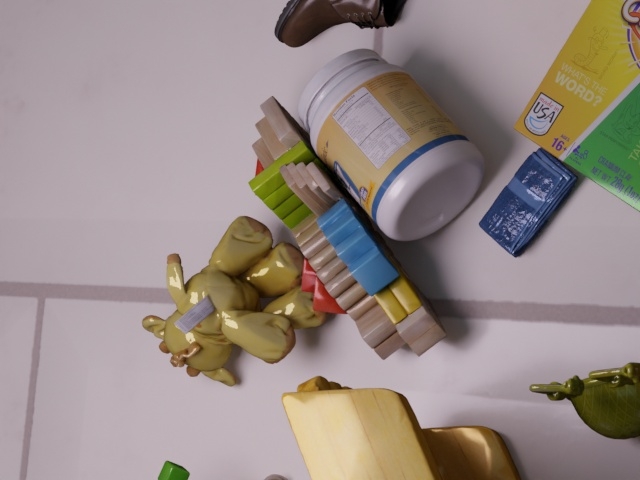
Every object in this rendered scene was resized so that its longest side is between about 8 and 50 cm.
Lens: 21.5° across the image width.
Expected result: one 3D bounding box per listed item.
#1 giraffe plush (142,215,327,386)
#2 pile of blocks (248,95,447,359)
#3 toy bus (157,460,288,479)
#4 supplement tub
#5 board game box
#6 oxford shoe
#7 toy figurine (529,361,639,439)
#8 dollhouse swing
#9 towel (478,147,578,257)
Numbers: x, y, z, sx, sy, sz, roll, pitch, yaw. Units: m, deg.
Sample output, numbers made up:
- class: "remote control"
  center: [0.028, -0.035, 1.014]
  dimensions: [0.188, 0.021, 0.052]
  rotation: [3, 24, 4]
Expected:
- class: "giraffe plush"
  center: [-0.120, 0.097, 2.042]
  dimensions: [0.181, 0.210, 0.170]
  rotation: [59, 145, 15]
- class: "pile of blocks"
  center: [0.000, 0.000, 1.962]
  dimensions: [0.112, 0.149, 0.362]
  rotation: [-39, 64, 8]
- class: "toy bus"
  center: [-0.161, 0.354, 2.041]
  dimensions: [0.104, 0.202, 0.191]
  rotation: [25, 105, 63]
- class: "supplement tub"
  center: [0.079, -0.113, 1.944]
  dimensions: [0.144, 0.144, 0.199]
  rotation: [-49, 60, 17]
- class: "board game box"
  center: [0.388, -0.192, 1.808]
  dimensions: [0.242, 0.064, 0.316]
  rotation: [37, 102, 31]
- class: "oxford shoe"
  center: [0.041, -0.289, 2.036]
  dimensions: [0.227, 0.083, 0.096]
  rotation: [-32, 71, 26]
- class: "toy figurine"
  center: [0.409, 0.214, 1.665]
  dimensions: [0.362, 0.191, 0.217]
  rotation: [-17, 79, 31]
- class: "dollhouse swing"
  center: [0.199, 0.236, 1.701]
  dimensions: [0.305, 0.347, 0.315]
  rotation: [-29, 67, 16]
- class: "towel"
  center: [0.233, -0.044, 1.903]
  dimensions: [0.067, 0.029, 0.119]
  rotation: [45, 106, 30]
